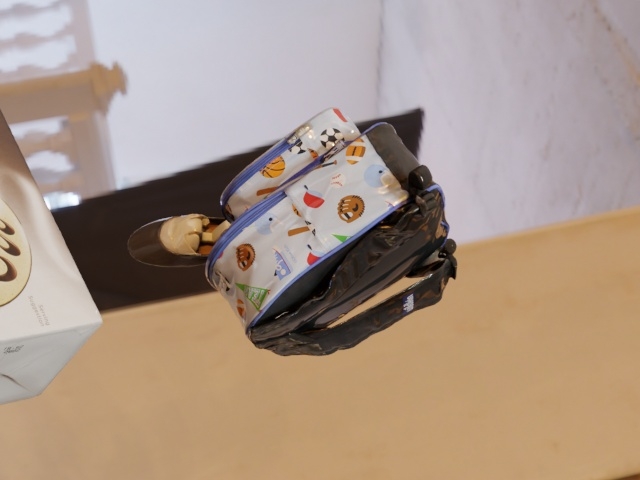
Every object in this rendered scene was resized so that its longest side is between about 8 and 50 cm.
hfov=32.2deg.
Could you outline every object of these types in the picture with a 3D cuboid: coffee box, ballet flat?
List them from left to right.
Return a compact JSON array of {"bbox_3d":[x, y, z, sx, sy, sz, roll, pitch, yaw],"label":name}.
[{"bbox_3d":[-0.308,-0.024,0.804,0.119,0.168,0.297,-44,-114,36],"label":"coffee box"},{"bbox_3d":[-0.133,-0.006,1.360,0.074,0.203,0.074,-178,-90,-79],"label":"ballet flat"}]

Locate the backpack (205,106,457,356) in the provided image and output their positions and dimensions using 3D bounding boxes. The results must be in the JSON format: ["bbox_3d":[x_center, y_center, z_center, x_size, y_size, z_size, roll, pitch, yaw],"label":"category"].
[{"bbox_3d":[0.000,0.000,1.238,0.213,0.263,0.276,47,-5,24],"label":"backpack"}]
